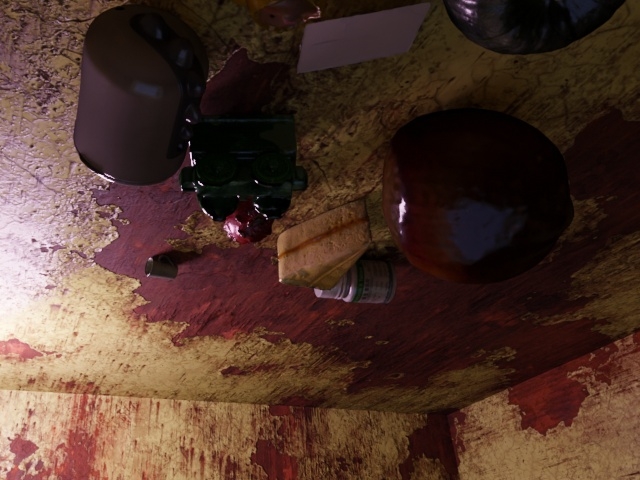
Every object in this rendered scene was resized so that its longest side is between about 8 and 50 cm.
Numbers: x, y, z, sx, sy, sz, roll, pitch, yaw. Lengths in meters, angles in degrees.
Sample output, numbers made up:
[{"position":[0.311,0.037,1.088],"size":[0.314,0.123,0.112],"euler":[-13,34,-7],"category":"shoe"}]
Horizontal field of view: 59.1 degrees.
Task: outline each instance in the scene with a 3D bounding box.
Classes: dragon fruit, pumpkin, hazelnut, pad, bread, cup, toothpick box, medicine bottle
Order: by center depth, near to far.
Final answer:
[{"position":[0.337,-0.417,0.854],"size":[0.300,0.207,0.300],"euler":[-9,142,-7],"category":"pumpkin"},{"position":[-0.305,-0.256,0.990],"size":[0.229,0.229,0.316],"euler":[9,145,-22],"category":"toothpick box"},{"position":[0.071,-0.358,1.007],"size":[0.232,0.004,0.156],"euler":[-14,169,-10],"category":"pad"},{"position":[0.329,-0.089,1.227],"size":[0.420,0.353,0.421],"euler":[23,133,26],"category":"hazelnut"},{"position":[-0.181,-0.054,1.435],"size":[0.133,0.136,0.166],"euler":[-38,178,-40],"category":"dragon fruit"},{"position":[0.003,-0.002,1.514],"size":[0.163,0.168,0.264],"euler":[10,141,-24],"category":"bread"},{"position":[-0.467,0.076,1.670],"size":[0.083,0.075,0.054],"euler":[16,179,-37],"category":"cup"},{"position":[0.106,0.124,1.754],"size":[0.236,0.139,0.139],"euler":[5,147,-16],"category":"medicine bottle"}]

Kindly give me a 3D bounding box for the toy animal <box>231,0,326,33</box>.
[{"position":[-0.050,-0.424,0.854],"size":[0.156,0.156,0.230],"euler":[5,156,-18],"category":"toy animal"}]

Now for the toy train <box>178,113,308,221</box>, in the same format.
[{"position":[-0.162,-0.155,1.194],"size":[0.265,0.202,0.145],"euler":[-2,147,-8],"category":"toy train"}]
